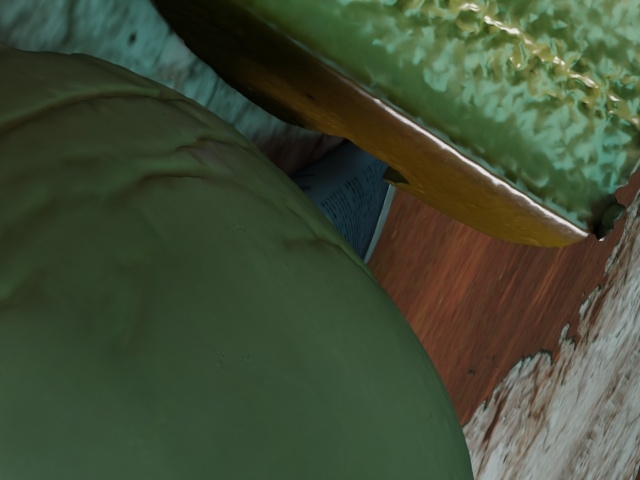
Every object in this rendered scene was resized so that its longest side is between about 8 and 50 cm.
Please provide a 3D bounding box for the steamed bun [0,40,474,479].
[{"bbox_3d":[-0.072,0.120,0.573,0.312,0.233,0.333,-37,147,-48],"label":"steamed bun"}]

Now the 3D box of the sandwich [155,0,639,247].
[{"bbox_3d":[0.028,-0.098,0.724,0.236,0.128,0.122,31,83,-25],"label":"sandwich"}]

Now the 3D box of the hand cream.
[{"bbox_3d":[0.000,0.000,0.829,0.256,0.055,0.088,-33,139,-71],"label":"hand cream"}]
